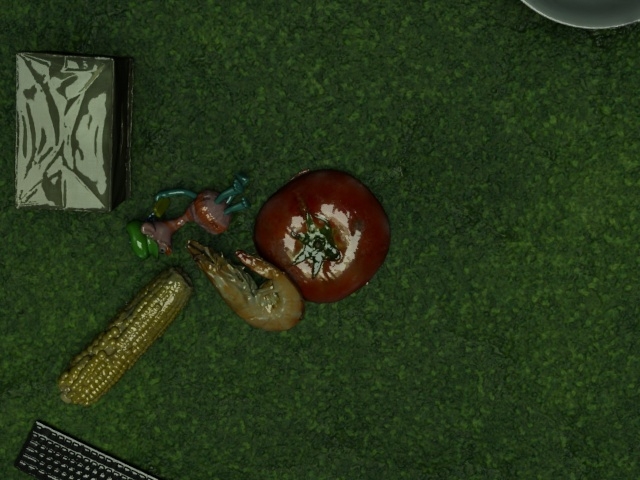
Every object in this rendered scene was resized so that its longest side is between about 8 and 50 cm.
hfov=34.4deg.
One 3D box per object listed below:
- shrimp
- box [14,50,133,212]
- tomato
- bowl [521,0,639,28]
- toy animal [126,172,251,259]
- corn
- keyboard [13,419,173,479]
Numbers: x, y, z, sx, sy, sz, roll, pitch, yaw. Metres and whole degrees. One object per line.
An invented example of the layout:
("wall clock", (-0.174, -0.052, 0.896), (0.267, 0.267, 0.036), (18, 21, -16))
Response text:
("shrimp", (-0.116, 0.063, 1.621), (0.133, 0.053, 0.236), (-19, 125, 43))
("box", (-0.369, -0.167, 1.565), (0.155, 0.149, 0.231), (4, 100, -1))
("tomato", (0.002, 0.000, 1.637), (0.224, 0.085, 0.225), (0, 103, -2))
("bowl", (0.396, -0.481, 1.522), (0.345, 0.157, 0.346), (0, 99, -1))
("toy animal", (-0.206, -0.047, 1.625), (0.208, 0.100, 0.103), (-25, 77, 12))
("corn", (-0.315, 0.158, 1.656), (0.086, 0.086, 0.288), (43, 95, -8))
("keyboard", (-0.353, 0.404, 1.730), (0.309, 0.018, 0.101), (28, 99, -6))
